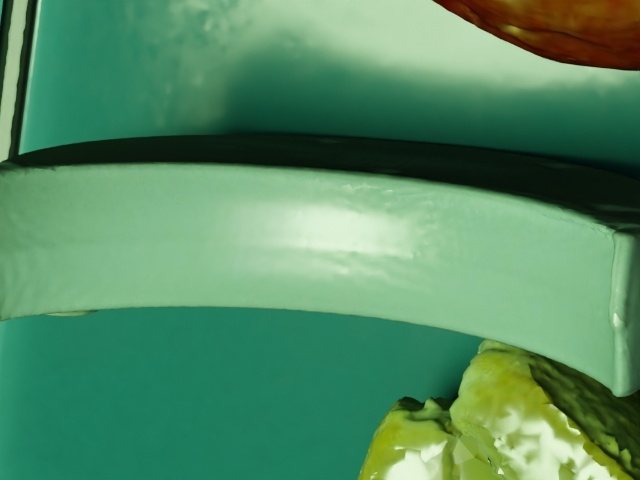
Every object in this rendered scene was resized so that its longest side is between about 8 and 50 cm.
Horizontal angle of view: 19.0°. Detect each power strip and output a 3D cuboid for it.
[{"bbox_3d":[0.000,0.000,0.636,0.253,0.167,0.054,6,100,20],"label":"power strip"}]

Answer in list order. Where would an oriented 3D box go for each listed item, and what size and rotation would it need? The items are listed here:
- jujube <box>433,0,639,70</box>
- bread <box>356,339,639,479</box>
[{"bbox_3d":[0.061,-0.162,0.565,0.255,0.190,0.190,40,115,18],"label":"jujube"},{"bbox_3d":[0.093,0.160,0.675,0.186,0.124,0.257,-29,93,24],"label":"bread"}]
